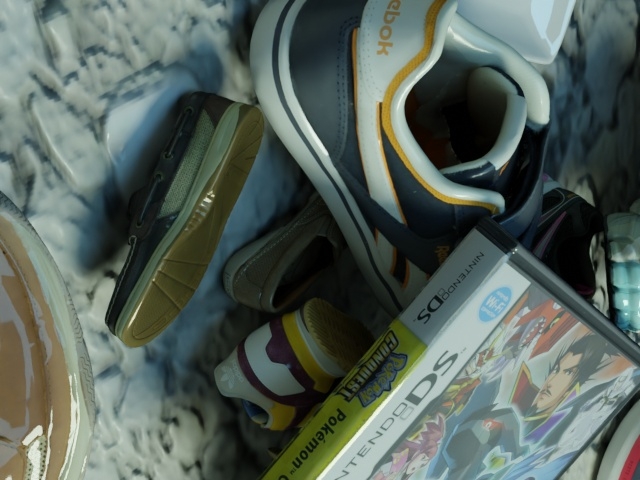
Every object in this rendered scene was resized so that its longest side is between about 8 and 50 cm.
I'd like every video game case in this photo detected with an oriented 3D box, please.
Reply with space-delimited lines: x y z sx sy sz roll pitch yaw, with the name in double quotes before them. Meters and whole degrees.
"video game case" 0.088 0.130 0.918 0.248 0.035 0.275 -50 144 5

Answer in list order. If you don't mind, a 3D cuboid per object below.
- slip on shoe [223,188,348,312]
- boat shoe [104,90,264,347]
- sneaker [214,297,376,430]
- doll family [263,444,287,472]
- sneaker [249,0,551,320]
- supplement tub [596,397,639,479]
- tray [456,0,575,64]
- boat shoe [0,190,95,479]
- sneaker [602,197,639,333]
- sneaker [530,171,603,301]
"slip on shoe" 0.000 0.000 0.908 0.135 0.041 0.051 -34 131 -29
"boat shoe" -0.084 -0.013 0.811 0.152 0.049 0.056 -62 158 -8
"sneaker" -0.007 0.092 0.940 0.084 0.069 0.185 -26 152 10
"doll family" -0.005 0.196 0.982 0.193 0.076 0.111 1 104 -49
"sneaker" 0.085 -0.030 0.887 0.321 0.127 0.126 50 51 -43
"supplement tub" 0.400 0.250 1.272 0.191 0.272 0.191 -22 125 -36
"tray" 0.143 -0.256 0.932 0.145 0.030 0.270 3 107 -47
"boat shoe" -0.190 0.120 0.701 0.116 0.123 0.324 -31 130 -51
"sneaker" 0.292 0.024 1.097 0.283 0.122 0.110 -18 106 -71
"sneaker" 0.164 0.043 1.072 0.072 0.077 0.178 -13 119 -41
